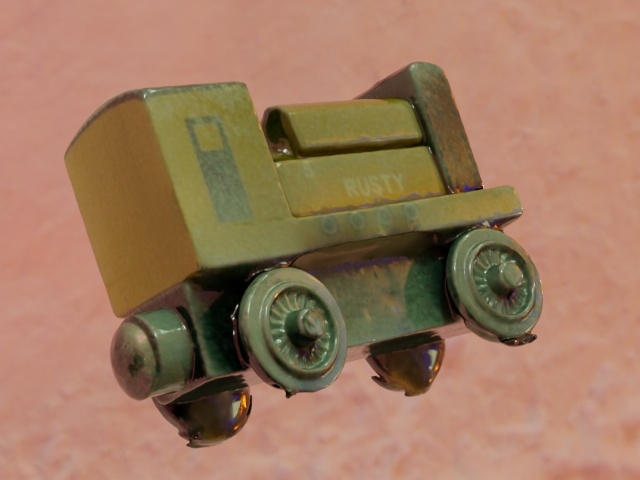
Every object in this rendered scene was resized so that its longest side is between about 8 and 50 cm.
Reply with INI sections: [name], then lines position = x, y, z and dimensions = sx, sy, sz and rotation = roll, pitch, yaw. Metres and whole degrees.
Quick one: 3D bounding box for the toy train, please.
[toy train]
position = 0.000, 0.000, 1.107
dimensions = 0.397, 0.160, 0.253
rotation = -9, 75, -40
